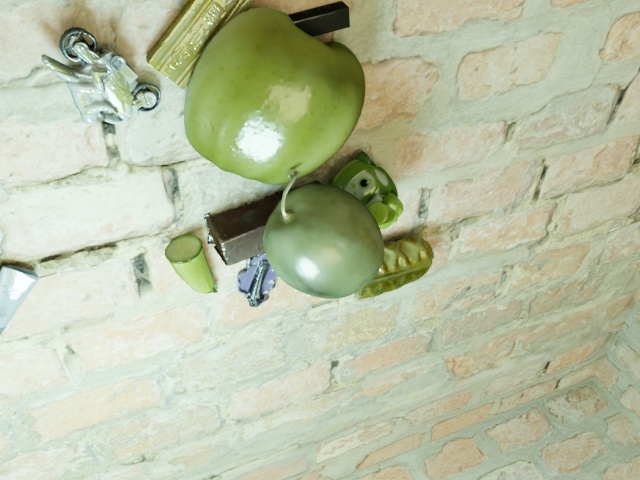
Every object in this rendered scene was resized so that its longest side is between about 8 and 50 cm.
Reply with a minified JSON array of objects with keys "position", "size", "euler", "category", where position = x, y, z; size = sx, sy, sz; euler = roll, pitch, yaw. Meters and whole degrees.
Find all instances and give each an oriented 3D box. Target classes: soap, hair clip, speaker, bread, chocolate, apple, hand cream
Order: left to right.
[{"position":[-0.743,0.160,1.315],"size":[0.079,0.048,0.255],"euler":[23,114,-38],"category":"hand cream"},{"position":[-0.225,-0.417,1.092],"size":[0.252,0.037,0.092],"euler":[-46,135,15],"category":"soap"},{"position":[-0.171,0.110,1.581],"size":[0.124,0.052,0.196],"euler":[-4,125,-33],"category":"hair clip"},{"position":[-0.126,-0.039,1.427],"size":[0.320,0.112,0.112],"euler":[-19,132,-12],"category":"chocolate"},{"position":[-0.093,-0.281,1.215],"size":[0.320,0.312,0.360],"euler":[36,118,-2],"category":"apple"},{"position":[-0.034,-0.443,1.169],"size":[0.191,0.040,0.046],"euler":[-20,136,-12],"category":"speaker"},{"position":[0.216,0.075,1.702],"size":[0.267,0.130,0.152],"euler":[-15,129,-17],"category":"bread"}]

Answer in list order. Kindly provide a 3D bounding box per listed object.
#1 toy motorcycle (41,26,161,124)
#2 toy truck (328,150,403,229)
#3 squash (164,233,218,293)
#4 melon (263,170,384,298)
[{"position":[-0.416,-0.291,1.076],"size":[0.151,0.074,0.228],"euler":[-45,144,7],"category":"toy motorcycle"},{"position":[0.135,-0.104,1.458],"size":[0.148,0.211,0.187],"euler":[-46,150,11],"category":"toy truck"},{"position":[-0.312,0.080,1.462],"size":[0.094,0.094,0.224],"euler":[-26,142,-5],"category":"squash"},{"position":[0.011,0.006,1.290],"size":[0.307,0.272,0.272],"euler":[15,120,-28],"category":"melon"}]
